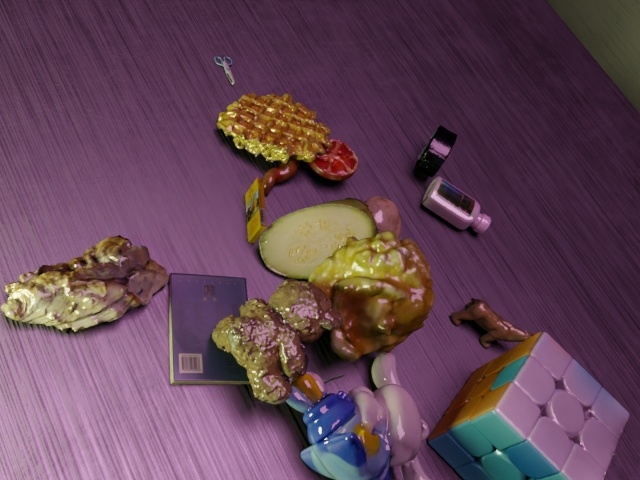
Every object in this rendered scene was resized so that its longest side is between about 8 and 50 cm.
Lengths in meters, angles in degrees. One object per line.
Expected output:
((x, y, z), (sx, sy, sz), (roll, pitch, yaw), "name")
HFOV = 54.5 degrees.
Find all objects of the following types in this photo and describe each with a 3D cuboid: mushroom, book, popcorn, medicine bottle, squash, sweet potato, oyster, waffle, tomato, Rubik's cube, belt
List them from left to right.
((-0.498, 0.091, 1.347), (0.355, 0.107, 0.201), (-30, 73, -38), "oyster")
((-0.255, 0.203, 1.447), (0.191, 0.025, 0.269), (6, 57, -25), "book")
((-0.128, -0.324, 1.797), (0.307, 0.060, 0.312), (-24, 57, -32), "waffle")
((-0.101, -0.202, 1.771), (0.058, 0.055, 0.202), (11, 43, 33), "sweet potato")
((0.000, 0.000, 1.607), (0.261, 0.189, 0.189), (-18, 69, -39), "squash")
((0.033, -0.227, 1.844), (0.156, 0.069, 0.155), (9, 51, -11), "tomato")
((0.118, 0.136, 1.521), (0.279, 0.335, 0.274), (21, 30, -53), "popcorn")
((0.155, -0.040, 1.743), (0.166, 0.127, 0.166), (-4, 95, -59), "mushroom")
((0.376, -0.289, 2.014), (0.078, 0.151, 0.198), (31, 41, 0), "belt")
((0.433, -0.103, 1.963), (0.219, 0.078, 0.115), (33, 49, -4), "medicine bottle")
((0.495, 0.451, 1.493), (0.290, 0.291, 0.291), (46, 51, 5), "Rubik's cube")

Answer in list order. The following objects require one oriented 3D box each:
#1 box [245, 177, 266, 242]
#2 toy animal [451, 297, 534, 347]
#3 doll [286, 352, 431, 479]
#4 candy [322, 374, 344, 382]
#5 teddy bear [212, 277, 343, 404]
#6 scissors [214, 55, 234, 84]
((-0.171, -0.080, 1.634), (0.023, 0.087, 0.155), (8, 56, -24), "box")
((0.490, 0.236, 1.755), (0.219, 0.101, 0.103), (40, 49, 1), "toy animal")
((0.093, 0.434, 1.391), (0.366, 0.187, 0.376), (6, 32, -34), "doll")
((0.011, 0.339, 1.494), (0.123, 0.035, 0.035), (-4, 105, -40), "candy")
((-0.088, 0.189, 1.363), (0.256, 0.156, 0.267), (-30, 50, -26), "teddy bear")
((-0.286, -0.527, 1.916), (0.058, 0.014, 0.119), (-10, 61, -31), "scissors")
